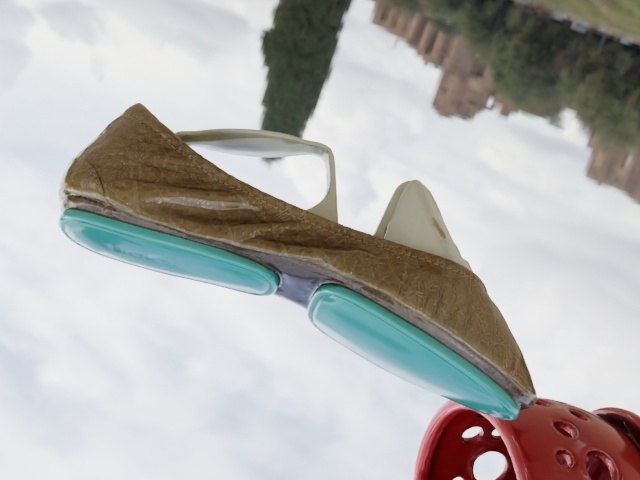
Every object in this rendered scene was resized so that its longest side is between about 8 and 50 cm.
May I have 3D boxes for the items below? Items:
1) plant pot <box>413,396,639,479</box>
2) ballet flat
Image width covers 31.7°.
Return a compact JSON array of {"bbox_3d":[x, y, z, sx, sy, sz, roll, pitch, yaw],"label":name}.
[{"bbox_3d":[0.193,0.222,0.931,0.174,0.191,0.191,3,-159,-20],"label":"plant pot"},{"bbox_3d":[0.000,0.000,0.747,0.342,0.124,0.116,22,160,0],"label":"ballet flat"}]
